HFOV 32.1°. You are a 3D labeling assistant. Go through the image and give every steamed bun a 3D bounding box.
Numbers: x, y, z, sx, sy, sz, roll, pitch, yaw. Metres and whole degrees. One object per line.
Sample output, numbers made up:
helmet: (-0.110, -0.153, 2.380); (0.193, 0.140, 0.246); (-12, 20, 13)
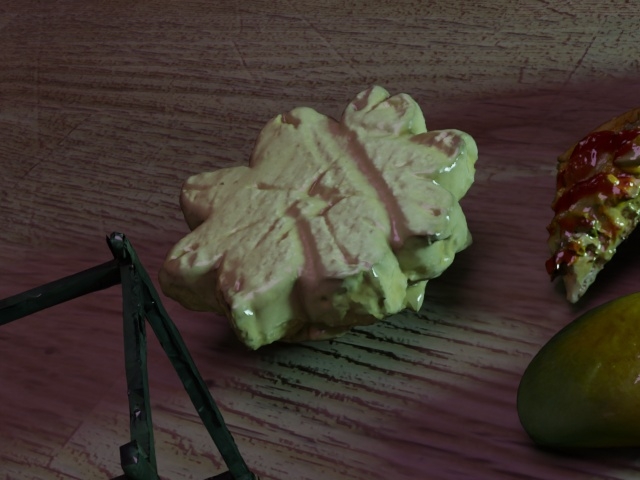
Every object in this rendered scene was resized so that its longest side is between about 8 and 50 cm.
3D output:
steamed bun: (0.000, 0.000, 1.017); (0.292, 0.137, 0.295); (1, 48, 26)

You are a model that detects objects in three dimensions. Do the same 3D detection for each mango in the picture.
mango: (0.238, 0.097, 0.819); (0.195, 0.092, 0.130); (-26, 38, 9)

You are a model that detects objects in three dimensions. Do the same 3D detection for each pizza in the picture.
pizza: (0.237, -0.037, 0.965); (0.198, 0.062, 0.188); (-63, 13, -24)

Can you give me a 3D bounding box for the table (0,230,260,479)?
table: (-0.227, 0.207, 0.750); (0.335, 0.272, 0.222); (-20, 37, 2)
